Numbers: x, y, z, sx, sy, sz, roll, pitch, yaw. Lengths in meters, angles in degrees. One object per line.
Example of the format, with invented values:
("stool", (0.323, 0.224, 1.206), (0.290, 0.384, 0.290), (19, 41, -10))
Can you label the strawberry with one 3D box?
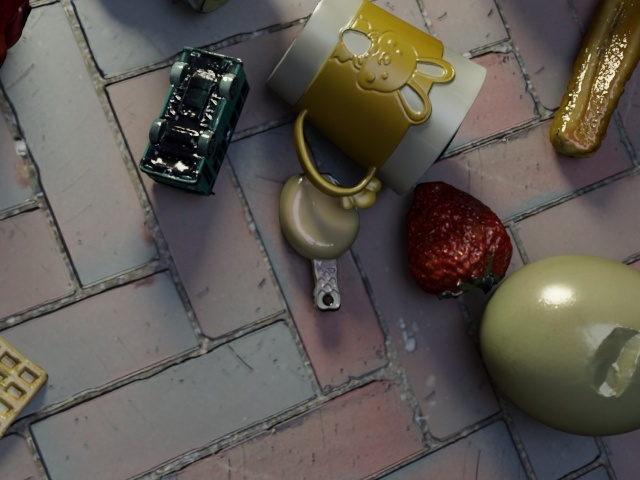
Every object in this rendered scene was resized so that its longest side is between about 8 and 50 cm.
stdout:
("strawberry", (0.168, -0.003, 1.487), (0.131, 0.131, 0.148), (-5, 88, -22))

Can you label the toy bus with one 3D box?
("toy bus", (-0.143, -0.131, 1.404), (0.079, 0.092, 0.160), (15, 73, 12))

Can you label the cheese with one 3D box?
("cheese", (0.006, -0.003, 1.464), (0.092, 0.047, 0.171), (-23, 89, -20))

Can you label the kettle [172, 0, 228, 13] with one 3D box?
("kettle", (-0.181, -0.389, 1.424), (0.210, 0.160, 0.243), (-44, 90, 7))

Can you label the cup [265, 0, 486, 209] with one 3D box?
("cup", (0.051, -0.162, 1.441), (0.226, 0.185, 0.241), (35, 73, -7))

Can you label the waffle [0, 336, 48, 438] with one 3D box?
("waffle", (-0.376, 0.134, 1.306), (0.152, 0.023, 0.097), (44, 68, -10))

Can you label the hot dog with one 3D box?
("hot dog", (0.385, -0.238, 1.642), (0.083, 0.068, 0.289), (23, 76, 8))

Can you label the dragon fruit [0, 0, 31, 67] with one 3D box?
("dragon fruit", (-0.376, -0.280, 1.261), (0.233, 0.234, 0.293), (-13, 68, -22))

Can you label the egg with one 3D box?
("egg", (0.323, 0.127, 1.471), (0.269, 0.219, 0.219), (13, 76, -2))
